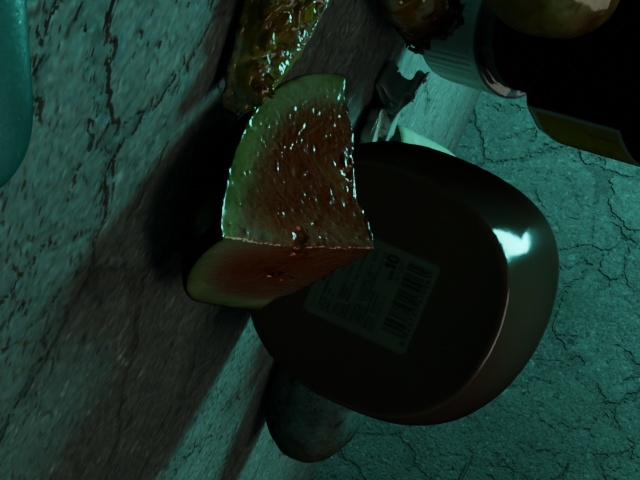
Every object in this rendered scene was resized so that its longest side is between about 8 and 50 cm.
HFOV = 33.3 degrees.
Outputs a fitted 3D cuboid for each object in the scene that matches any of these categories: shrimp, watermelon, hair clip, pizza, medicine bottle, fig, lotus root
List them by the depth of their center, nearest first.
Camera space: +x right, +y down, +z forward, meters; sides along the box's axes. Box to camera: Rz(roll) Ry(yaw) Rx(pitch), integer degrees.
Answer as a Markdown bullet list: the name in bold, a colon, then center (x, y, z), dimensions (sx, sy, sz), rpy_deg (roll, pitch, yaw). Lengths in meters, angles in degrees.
- **pizza**: center (-0.013, -0.171, 0.688), dimensions (0.131, 0.041, 0.178), rpy_deg (100, 17, -56)
- **watermelon**: center (-0.038, -0.041, 0.765), dimensions (0.193, 0.137, 0.145), rpy_deg (84, -3, -74)
- **fig**: center (0.192, -0.298, 0.998), dimensions (0.257, 0.159, 0.159), rpy_deg (35, 78, -50)
- **shrimp**: center (0.124, -0.312, 1.076), dimensions (0.365, 0.071, 0.233), rpy_deg (7, 102, -76)
- **medicine bottle**: center (0.295, -0.236, 1.228), dimensions (0.242, 0.395, 0.242), rpy_deg (-21, 125, -33)
- **hair clip**: center (0.082, -0.140, 1.354), dimensions (0.220, 0.054, 0.140), rpy_deg (105, 8, -61)
- **lotus root**: center (0.006, 0.202, 1.549), dimensions (0.322, 0.140, 0.158), rpy_deg (102, 16, -48)

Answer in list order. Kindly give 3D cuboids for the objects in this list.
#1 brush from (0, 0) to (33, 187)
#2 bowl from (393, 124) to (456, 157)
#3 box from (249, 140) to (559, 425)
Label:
- **brush**: center (-0.114, -0.101, 0.325), dimensions (0.043, 0.032, 0.193), rpy_deg (-47, 149, -51)
- **bowl**: center (0.132, -0.009, 1.464), dimensions (0.277, 0.145, 0.277), rpy_deg (-164, -90, -85)
- **box**: center (0.079, 0.044, 1.049), dimensions (0.301, 0.301, 0.216), rpy_deg (-66, 167, 8)
